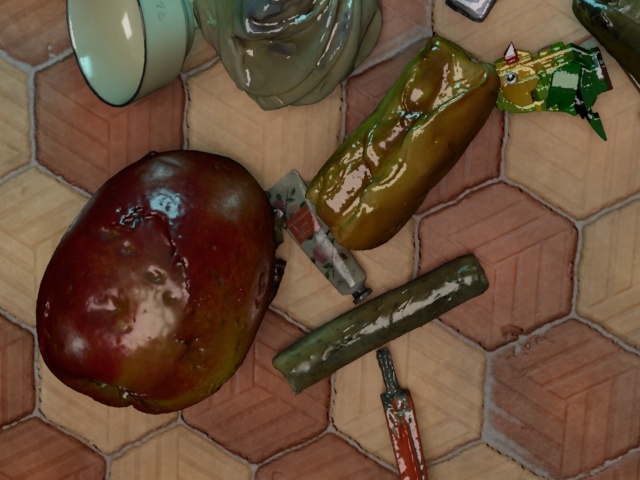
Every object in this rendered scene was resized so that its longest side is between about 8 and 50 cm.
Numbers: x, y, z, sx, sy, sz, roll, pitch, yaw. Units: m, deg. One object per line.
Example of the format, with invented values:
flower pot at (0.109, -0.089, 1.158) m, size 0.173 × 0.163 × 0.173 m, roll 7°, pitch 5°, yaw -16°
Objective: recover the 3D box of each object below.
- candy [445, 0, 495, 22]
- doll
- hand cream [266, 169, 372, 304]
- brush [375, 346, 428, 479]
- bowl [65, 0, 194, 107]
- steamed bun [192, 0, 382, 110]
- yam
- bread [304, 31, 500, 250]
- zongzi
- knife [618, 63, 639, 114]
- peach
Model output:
candy at (0.250, -0.409, 1.679) m, size 0.073 × 0.092 × 0.160 m, roll 31°, pitch 101°, yaw 2°
doll at (0.348, -0.231, 1.692) m, size 0.186 × 0.106 × 0.134 m, roll 9°, pitch 113°, yaw 5°
hand cream at (0.000, 0.000, 1.810) m, size 0.080 × 0.050 × 0.234 m, roll -39°, pitch 88°, yaw 16°
brush at (0.142, 0.329, 1.837) m, size 0.051 × 0.070 × 0.323 m, roll -13°, pitch 97°, yaw 5°
bowl at (-0.276, -0.328, 1.714) m, size 0.126 × 0.238 × 0.237 m, roll -16°, pitch 101°, yaw -35°
steamed bun at (-0.050, -0.341, 1.670) m, size 0.268 × 0.207 × 0.280 m, roll -30°, pitch 97°, yaw 11°
yam at (0.093, 0.131, 1.805) m, size 0.372 × 0.083 × 0.083 m, roll -30°, pitch 95°, yaw 10°
bread at (0.130, -0.142, 1.693) m, size 0.149 × 0.195 × 0.344 m, roll 41°, pitch 105°, yaw 4°
zongzi at (0.544, -0.346, 1.599) m, size 0.274 × 0.145 × 0.300 m, roll 45°, pitch 121°, yaw -3°
knife at (0.506, -0.198, 1.718) m, size 0.046 × 0.022 × 0.256 m, roll -37°, pitch 93°, yaw -20°
peach at (-0.234, 0.057, 1.737) m, size 0.339 × 0.353 × 0.416 m, roll 26°, pitch 66°, yaw -6°
